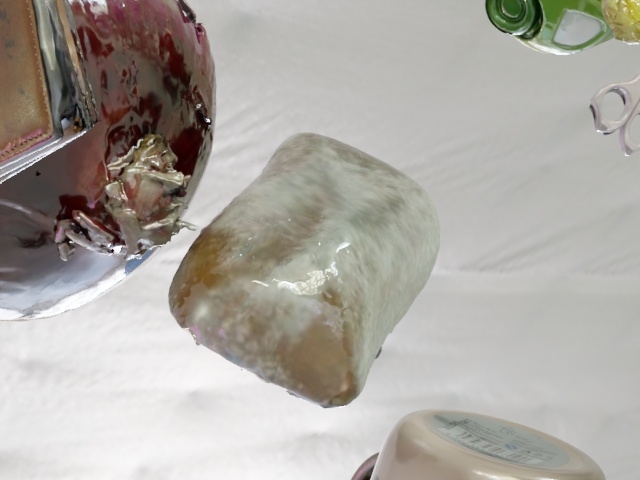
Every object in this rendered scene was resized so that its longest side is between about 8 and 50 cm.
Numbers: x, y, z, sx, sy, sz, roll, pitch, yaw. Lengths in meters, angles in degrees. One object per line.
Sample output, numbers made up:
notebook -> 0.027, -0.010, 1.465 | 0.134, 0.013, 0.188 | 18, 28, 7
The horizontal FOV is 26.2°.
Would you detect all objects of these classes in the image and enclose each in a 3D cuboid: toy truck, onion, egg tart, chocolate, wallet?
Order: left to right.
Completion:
wallet -> -0.228, -0.137, 0.935 | 0.161, 0.195, 0.042 | -22, -14, 37
onion -> -0.217, -0.070, 1.134 | 0.347, 0.285, 0.347 | -28, -46, -32
chocolate -> 0.000, 0.000, 1.159 | 0.303, 0.185, 0.100 | -55, -15, -56
toy truck -> 0.281, -0.255, 1.308 | 0.148, 0.210, 0.187 | -35, -40, -46
egg tart -> 0.249, -0.172, 0.965 | 0.105, 0.105, 0.039 | -37, -47, 5

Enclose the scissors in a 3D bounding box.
scissors -> 0.374, -0.188, 1.549 | 0.100, 0.015, 0.189 | 35, -99, -22

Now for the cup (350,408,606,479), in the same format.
cup -> 0.099, 0.238, 1.072 | 0.191, 0.253, 0.200 | 8, -82, -33
